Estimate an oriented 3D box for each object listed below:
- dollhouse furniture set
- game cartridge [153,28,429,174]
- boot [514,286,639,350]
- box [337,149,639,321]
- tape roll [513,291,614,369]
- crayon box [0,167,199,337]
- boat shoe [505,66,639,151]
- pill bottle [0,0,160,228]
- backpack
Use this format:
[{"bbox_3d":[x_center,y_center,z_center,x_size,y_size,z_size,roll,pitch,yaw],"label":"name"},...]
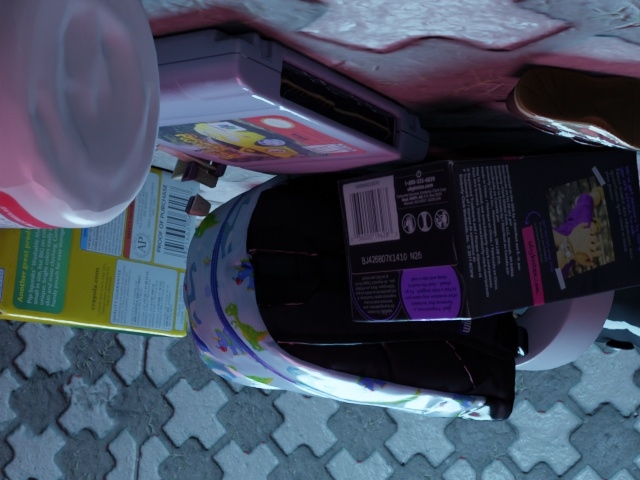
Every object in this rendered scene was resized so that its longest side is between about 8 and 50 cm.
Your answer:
[{"bbox_3d":[-0.163,-0.076,1.174,0.081,0.091,0.114,25,166,-25],"label":"dollhouse furniture set"},{"bbox_3d":[-0.058,-0.110,0.954,0.196,0.060,0.294,3,173,35],"label":"game cartridge"},{"bbox_3d":[0.382,0.080,1.520,0.445,0.146,0.367,18,179,34],"label":"boot"},{"bbox_3d":[0.173,-0.008,1.066,0.270,0.143,0.165,-6,180,-39],"label":"box"},{"bbox_3d":[0.244,0.046,1.304,0.072,0.219,0.219,9,170,-37],"label":"tape roll"},{"bbox_3d":[-0.290,-0.002,1.268,0.083,0.203,0.323,-3,169,38],"label":"crayon box"},{"bbox_3d":[0.223,-0.105,0.874,0.152,0.056,0.049,15,174,-12],"label":"boat shoe"},{"bbox_3d":[-0.282,-0.096,0.709,0.318,0.176,0.176,1,171,19],"label":"pill bottle"},{"bbox_3d":[0.028,0.056,1.190,0.273,0.290,0.355,-10,168,41],"label":"backpack"}]
